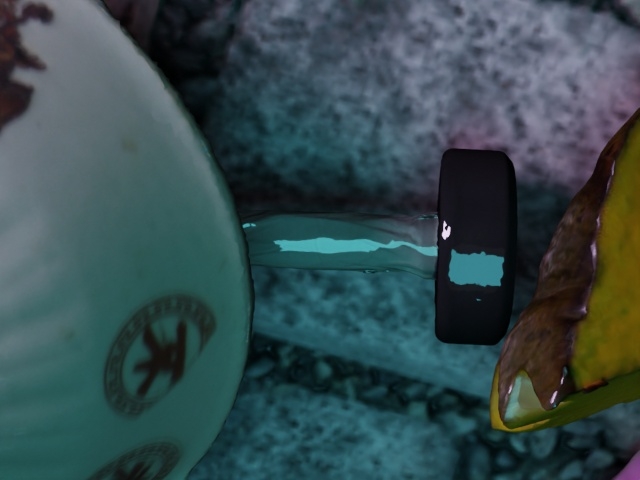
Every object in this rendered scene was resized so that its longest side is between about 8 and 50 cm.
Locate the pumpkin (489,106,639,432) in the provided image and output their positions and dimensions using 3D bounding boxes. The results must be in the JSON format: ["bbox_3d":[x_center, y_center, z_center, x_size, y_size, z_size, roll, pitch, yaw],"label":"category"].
[{"bbox_3d":[0.166,0.001,0.956,0.254,0.130,0.149,-15,85,-28],"label":"pumpkin"}]

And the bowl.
[{"bbox_3d":[-0.214,0.030,0.890,0.337,0.157,0.337,12,120,22],"label":"bowl"}]

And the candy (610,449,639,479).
[{"bbox_3d":[0.276,0.199,1.040,0.265,0.116,0.155,32,110,-14],"label":"candy"}]

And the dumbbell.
[{"bbox_3d":[0.000,0.000,0.960,0.191,0.100,0.100,3,115,1],"label":"dumbbell"}]
